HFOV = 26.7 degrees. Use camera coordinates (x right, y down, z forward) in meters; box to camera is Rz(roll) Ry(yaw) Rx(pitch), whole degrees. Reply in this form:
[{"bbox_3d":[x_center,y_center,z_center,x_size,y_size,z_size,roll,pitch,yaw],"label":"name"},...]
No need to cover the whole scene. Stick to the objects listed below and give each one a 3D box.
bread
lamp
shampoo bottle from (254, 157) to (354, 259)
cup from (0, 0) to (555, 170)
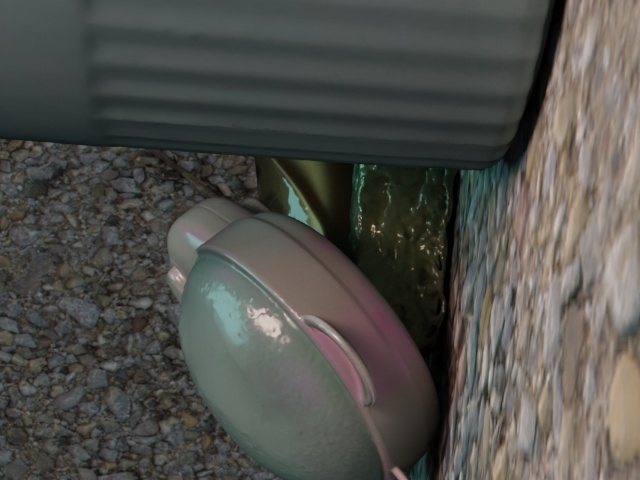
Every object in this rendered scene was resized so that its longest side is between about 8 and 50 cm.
[{"bbox_3d":[0.052,-0.041,0.854,0.232,0.064,0.172,-87,0,-46],"label":"bread"},{"bbox_3d":[-0.028,0.063,0.808,0.246,0.108,0.179,40,155,48],"label":"lamp"},{"bbox_3d":[0.000,0.000,0.989,0.125,0.084,0.350,116,149,-59],"label":"shampoo bottle"},{"bbox_3d":[-0.061,-0.146,0.618,0.331,0.311,0.256,95,-179,-62],"label":"cup"}]
